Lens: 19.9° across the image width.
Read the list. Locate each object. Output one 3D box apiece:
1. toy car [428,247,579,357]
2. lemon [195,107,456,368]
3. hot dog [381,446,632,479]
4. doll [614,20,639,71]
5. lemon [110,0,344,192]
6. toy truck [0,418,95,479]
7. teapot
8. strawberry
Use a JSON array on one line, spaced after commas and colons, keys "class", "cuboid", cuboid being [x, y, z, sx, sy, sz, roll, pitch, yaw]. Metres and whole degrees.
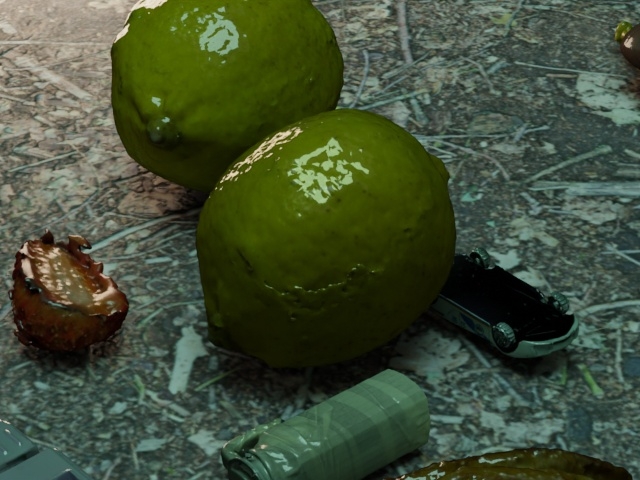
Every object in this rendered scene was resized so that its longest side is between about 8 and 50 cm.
[{"class": "toy car", "cuboid": [0.186, 0.072, 1.946, 0.095, 0.056, 0.205, -26, 42, -34]}, {"class": "lemon", "cuboid": [0.000, 0.000, 1.877, 0.310, 0.253, 0.253, -37, 46, -12]}, {"class": "hot dog", "cuboid": [0.099, 0.276, 1.505, 0.388, 0.267, 0.174, -18, 80, -23]}, {"class": "doll", "cuboid": [0.461, -0.244, 2.391, 0.145, 0.096, 0.188, 18, 10, 0]}, {"class": "lemon", "cuboid": [-0.118, -0.186, 2.144, 0.268, 0.268, 0.322, 23, 43, 29]}, {"class": "toy truck", "cuboid": [-0.248, 0.256, 1.583, 0.124, 0.155, 0.268, -27, 43, -34]}, {"class": "teapot", "cuboid": [-0.002, 0.191, 1.753, 0.200, 0.077, 0.107, -24, 38, -32]}, {"class": "strawberry", "cuboid": [-0.273, 0.062, 1.945, 0.121, 0.082, 0.188, 12, 21, -19]}]
